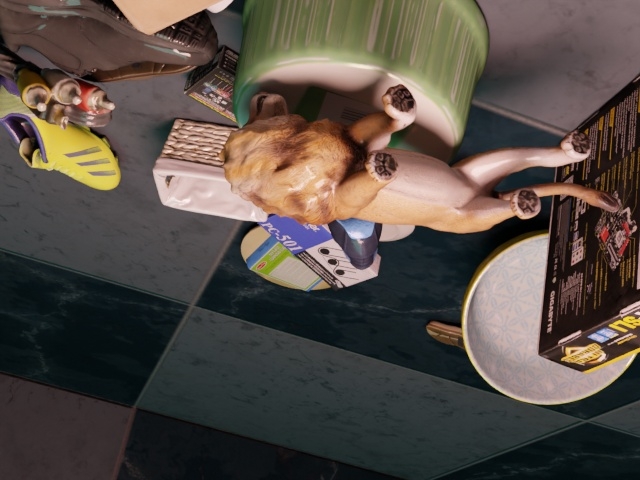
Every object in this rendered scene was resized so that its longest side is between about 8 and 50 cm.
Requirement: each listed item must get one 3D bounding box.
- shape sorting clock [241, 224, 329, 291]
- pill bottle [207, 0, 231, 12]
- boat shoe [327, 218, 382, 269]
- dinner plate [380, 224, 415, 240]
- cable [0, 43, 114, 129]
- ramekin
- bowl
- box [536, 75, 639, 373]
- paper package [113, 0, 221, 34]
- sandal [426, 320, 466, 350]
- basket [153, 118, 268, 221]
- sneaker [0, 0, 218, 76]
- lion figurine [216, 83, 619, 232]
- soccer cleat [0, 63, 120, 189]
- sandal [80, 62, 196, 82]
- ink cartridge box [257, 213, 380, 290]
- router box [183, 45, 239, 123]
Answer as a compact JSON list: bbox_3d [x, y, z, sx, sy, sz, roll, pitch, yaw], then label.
[{"bbox_3d":[-0.043,0.027,1.646,0.206,0.040,0.206,5,147,3],"label":"shape sorting clock"},{"bbox_3d":[-0.168,-0.323,0.942,0.193,0.108,0.108,30,148,-32],"label":"pill bottle"},{"bbox_3d":[0.032,-0.051,1.230,0.109,0.258,0.089,-3,121,6],"label":"boat shoe"},{"bbox_3d":[0.087,-0.029,1.515,0.141,0.017,0.141,10,152,5],"label":"dinner plate"},{"bbox_3d":[-0.370,-0.224,1.186,0.140,0.072,0.287,-5,-144,-46],"label":"cable"},{"bbox_3d":[0.041,-0.187,1.078,0.304,0.148,0.303,9,153,5],"label":"ramekin"},{"bbox_3d":[0.360,0.104,1.471,0.290,0.289,0.156,15,-165,-6],"label":"bowl"},{"bbox_3d":[0.364,-0.032,1.058,0.079,0.321,0.257,20,152,-14],"label":"box"},{"bbox_3d":[-0.095,-0.364,0.685,0.310,0.168,0.325,-21,144,14],"label":"paper package"},{"bbox_3d":[0.304,0.194,1.834,0.180,0.049,0.072,21,150,15],"label":"sandal"},{"bbox_3d":[-0.153,-0.107,1.363,0.167,0.103,0.113,9,153,4],"label":"basket"},{"bbox_3d":[-0.260,-0.255,1.093,0.286,0.109,0.130,18,135,7],"label":"sneaker"},{"bbox_3d":[0.097,-0.063,0.983,0.392,0.142,0.240,18,160,-20],"label":"lion figurine"},{"bbox_3d":[-0.405,-0.143,1.373,0.094,0.121,0.289,-1,151,22],"label":"soccer cleat"},{"bbox_3d":[-0.239,-0.249,1.167,0.219,0.089,0.060,1,-175,20],"label":"sandal"},{"bbox_3d":[0.000,0.000,1.527,0.097,0.046,0.207,-22,129,36],"label":"ink cartridge box"},{"bbox_3d":[-0.109,-0.202,1.231,0.122,0.038,0.092,28,148,-29],"label":"router box"}]
